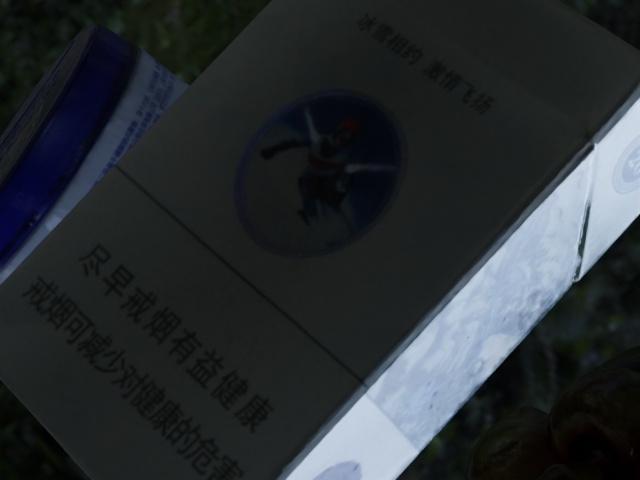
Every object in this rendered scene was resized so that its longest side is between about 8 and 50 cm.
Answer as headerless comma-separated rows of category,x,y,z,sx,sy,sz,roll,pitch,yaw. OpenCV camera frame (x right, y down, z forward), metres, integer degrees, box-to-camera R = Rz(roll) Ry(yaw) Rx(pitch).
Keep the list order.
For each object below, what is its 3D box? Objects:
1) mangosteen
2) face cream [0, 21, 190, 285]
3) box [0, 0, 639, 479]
mangosteen,0.164,0.124,0.870,0.200,0.200,0.200,-38,-171,7
face cream,-0.179,-0.050,1.360,0.206,0.111,0.206,-52,-165,20
box,0.000,0.000,0.733,0.256,0.069,0.164,-47,-125,-5
